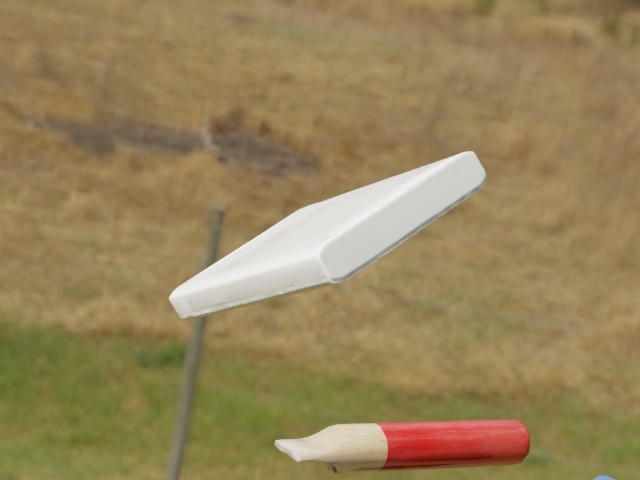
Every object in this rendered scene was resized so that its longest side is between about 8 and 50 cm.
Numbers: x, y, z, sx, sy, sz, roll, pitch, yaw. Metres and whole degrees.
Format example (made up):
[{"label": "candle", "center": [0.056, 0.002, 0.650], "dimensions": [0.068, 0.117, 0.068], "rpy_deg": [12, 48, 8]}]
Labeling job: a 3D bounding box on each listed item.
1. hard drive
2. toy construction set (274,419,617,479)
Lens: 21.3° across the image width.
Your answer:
[{"label": "hard drive", "center": [0.000, 0.000, 1.658], "dimensions": [0.203, 0.040, 0.307], "rpy_deg": [-33, 9, -30]}, {"label": "toy construction set", "center": [0.052, 0.197, 0.709], "dimensions": [0.237, 0.257, 0.309], "rpy_deg": [3, 36, -32]}]
